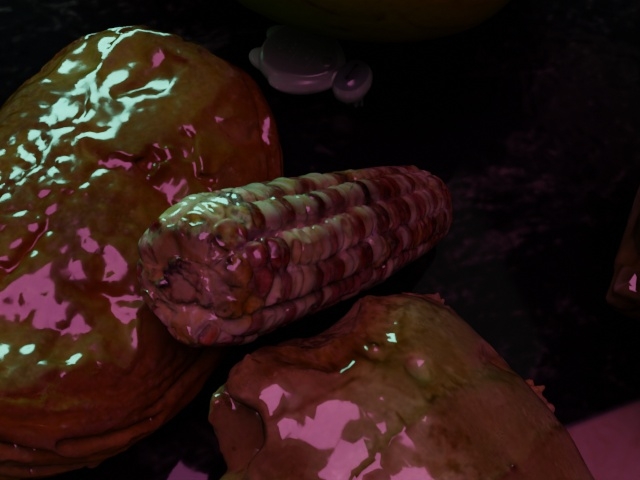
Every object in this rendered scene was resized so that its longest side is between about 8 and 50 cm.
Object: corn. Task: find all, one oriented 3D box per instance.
[{"bbox_3d":[0.000,0.000,0.598,0.079,0.079,0.237,51,30,15],"label":"corn"}]

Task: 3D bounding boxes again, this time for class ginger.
[{"bbox_3d":[0.094,0.193,0.522,0.375,0.166,0.236,44,36,24],"label":"ginger"}]

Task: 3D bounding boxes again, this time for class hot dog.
[{"bbox_3d":[-0.137,0.010,0.605,0.196,0.122,0.272,23,59,8],"label":"hot dog"}]

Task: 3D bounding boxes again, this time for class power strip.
[{"bbox_3d":[-0.004,-0.110,0.727,0.083,0.035,0.055,26,65,19],"label":"power strip"}]

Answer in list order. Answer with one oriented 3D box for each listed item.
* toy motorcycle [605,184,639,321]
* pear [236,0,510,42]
[{"bbox_3d":[0.284,-0.082,0.635,0.168,0.237,0.410,23,68,20],"label":"toy motorcycle"},{"bbox_3d":[0.031,-0.253,0.661,0.283,0.283,0.284,2,66,-5],"label":"pear"}]
